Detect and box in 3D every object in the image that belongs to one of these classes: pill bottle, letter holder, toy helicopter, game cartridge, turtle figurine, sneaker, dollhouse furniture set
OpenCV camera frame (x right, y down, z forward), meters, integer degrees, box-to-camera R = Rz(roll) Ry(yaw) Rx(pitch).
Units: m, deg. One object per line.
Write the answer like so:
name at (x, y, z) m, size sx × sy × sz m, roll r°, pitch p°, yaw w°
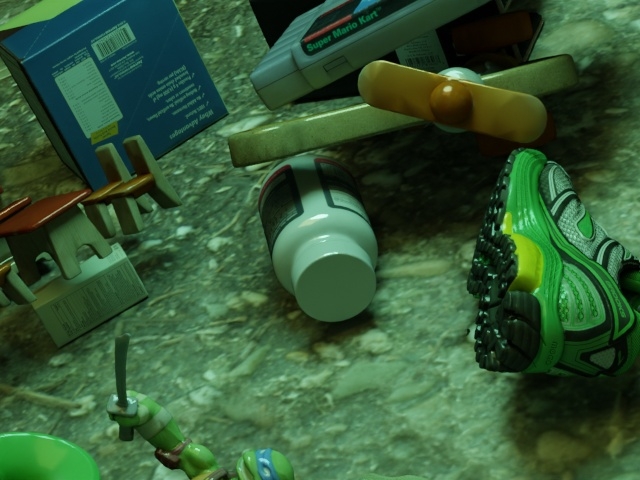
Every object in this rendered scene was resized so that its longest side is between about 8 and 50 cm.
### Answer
pill bottle at (0.000, 0.000, 1.805) m, size 0.108 × 0.108 × 0.180 m, roll -23°, pitch 33°, yaw 4°
letter holder at (0.106, -0.299, 2.122) m, size 0.302 × 0.152 × 0.214 m, roll -5°, pitch 36°, yaw 30°
toy helicopter at (0.084, -0.125, 1.774) m, size 0.355 × 0.140 × 0.235 m, roll -14°, pitch 8°, yaw -4°
game cartridge at (0.104, -0.261, 1.843) m, size 0.355 × 0.068 × 0.230 m, roll -26°, pitch 11°, yaw 21°
turtle figurine at (-0.173, 0.227, 1.484) m, size 0.266 × 0.275 × 0.198 m, roll -38°, pitch 70°, yaw 18°
sneaker at (0.216, 0.030, 1.629) m, size 0.146 × 0.134 × 0.343 m, roll 14°, pitch 29°, yaw -5°
dollhouse furniture set at (-0.328, -0.023, 1.961) m, size 0.262 × 0.135 × 0.259 m, roll -35°, pitch 13°, yaw -27°

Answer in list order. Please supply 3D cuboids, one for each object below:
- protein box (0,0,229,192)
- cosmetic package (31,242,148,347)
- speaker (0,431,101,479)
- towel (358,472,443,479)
protein box at (-0.256, -0.204, 2.184) m, size 0.200 × 0.201 × 0.136 m, roll -34°, pitch 33°, yaw -12°
cosmetic package at (-0.252, 0.059, 1.941) m, size 0.115 × 0.060 × 0.041 m, roll -29°, pitch 31°, yaw -7°
speaker at (-0.231, 0.297, 1.353) m, size 0.131 × 0.296 × 0.131 m, roll 7°, pitch 26°, yaw -3°
towel at (0.060, 0.240, 1.467) m, size 0.110 × 0.027 × 0.148 m, roll -2°, pitch 29°, yaw 20°
